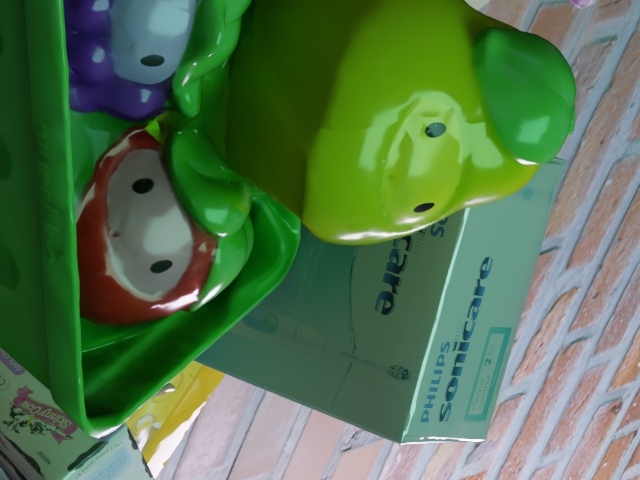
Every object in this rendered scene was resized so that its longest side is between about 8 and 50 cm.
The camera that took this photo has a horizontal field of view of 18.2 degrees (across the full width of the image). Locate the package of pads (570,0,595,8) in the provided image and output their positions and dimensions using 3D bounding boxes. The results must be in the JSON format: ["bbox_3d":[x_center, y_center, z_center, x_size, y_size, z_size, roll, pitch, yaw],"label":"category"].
[{"bbox_3d":[0.233,-0.252,1.767,0.032,0.050,0.083,-20,140,-42],"label":"package of pads"}]

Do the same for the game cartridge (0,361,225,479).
[{"bbox_3d":[-0.194,0.104,1.604,0.285,0.052,0.323,-56,150,12],"label":"game cartridge"}]

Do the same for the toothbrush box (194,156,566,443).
[{"bbox_3d":[0.000,0.000,1.448,0.126,0.295,0.216,7,99,-55],"label":"toothbrush box"}]

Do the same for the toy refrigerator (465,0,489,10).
[{"bbox_3d":[0.056,-0.267,1.460,0.094,0.102,0.269,-40,149,-17],"label":"toy refrigerator"}]

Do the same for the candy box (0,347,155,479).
[{"bbox_3d":[-0.190,0.154,1.463,0.070,0.165,0.196,-40,148,-15],"label":"candy box"}]

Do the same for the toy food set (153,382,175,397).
[{"bbox_3d":[-0.163,0.090,1.544,0.078,0.019,0.122,-20,145,12],"label":"toy food set"}]

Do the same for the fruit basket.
[{"bbox_3d":[-0.049,-0.077,1.212,0.283,0.392,0.392,-41,153,-45],"label":"fruit basket"}]
